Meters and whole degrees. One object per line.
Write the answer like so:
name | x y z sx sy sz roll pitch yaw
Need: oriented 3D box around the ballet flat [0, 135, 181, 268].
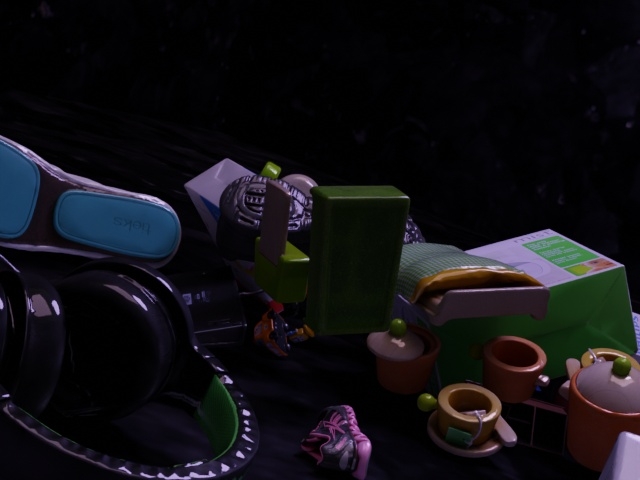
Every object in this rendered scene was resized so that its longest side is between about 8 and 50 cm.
ballet flat | -0.378 -0.045 1.601 0.400 0.139 0.139 19 7 -28

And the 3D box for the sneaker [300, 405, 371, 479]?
sneaker | 0.007 0.184 1.144 0.057 0.047 0.119 4 10 -14

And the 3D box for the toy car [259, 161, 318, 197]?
toy car | -0.064 -0.045 2.228 0.155 0.149 0.188 30 -5 -4

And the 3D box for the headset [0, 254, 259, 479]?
headset | -0.228 0.102 0.980 0.394 0.185 0.243 41 23 30

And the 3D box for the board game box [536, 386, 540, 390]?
board game box | 0.346 0.185 1.863 0.210 0.047 0.160 12 11 -41

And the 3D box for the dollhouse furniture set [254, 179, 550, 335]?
dollhouse furniture set | 0.099 -0.002 1.380 0.302 0.151 0.197 -1 17 -23

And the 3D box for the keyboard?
keyboard | -0.116 0.076 1.447 0.202 0.033 0.317 -9 12 -5

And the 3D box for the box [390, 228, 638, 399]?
box | 0.234 0.096 1.582 0.262 0.126 0.231 -15 16 -9

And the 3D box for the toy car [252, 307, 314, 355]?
toy car | -0.045 0.126 1.497 0.041 0.060 0.122 -23 -27 17

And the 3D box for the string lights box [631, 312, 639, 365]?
string lights box | 0.503 0.196 1.761 0.260 0.133 0.076 19 51 -22

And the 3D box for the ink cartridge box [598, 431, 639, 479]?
ink cartridge box | 0.321 0.295 0.768 0.324 0.071 0.330 18 38 8

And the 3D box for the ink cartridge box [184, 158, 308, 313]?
ink cartridge box | -0.087 0.011 1.710 0.134 0.078 0.231 31 -29 58

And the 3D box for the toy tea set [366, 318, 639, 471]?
toy tea set | 0.218 0.142 1.341 0.336 0.124 0.200 6 29 -1

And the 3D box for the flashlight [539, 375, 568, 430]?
flashlight | 0.366 0.231 1.460 0.103 0.103 0.304 -13 20 -13

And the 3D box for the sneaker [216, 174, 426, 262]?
sneaker | 0.000 0.000 1.588 0.286 0.130 0.109 15 53 -9

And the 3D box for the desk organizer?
desk organizer | 0.228 0.210 1.441 0.130 0.047 0.050 17 11 -12
